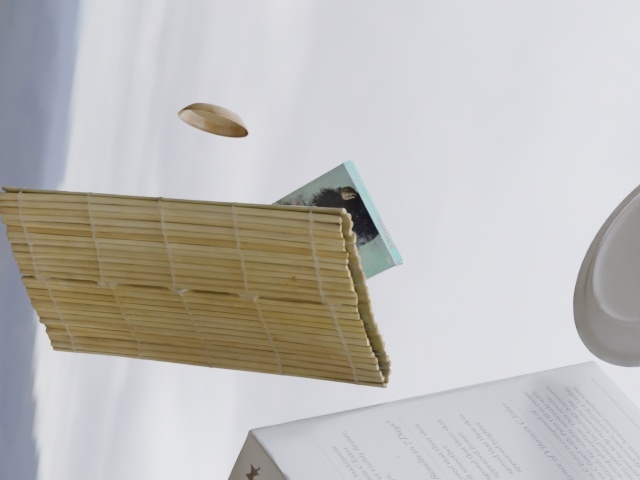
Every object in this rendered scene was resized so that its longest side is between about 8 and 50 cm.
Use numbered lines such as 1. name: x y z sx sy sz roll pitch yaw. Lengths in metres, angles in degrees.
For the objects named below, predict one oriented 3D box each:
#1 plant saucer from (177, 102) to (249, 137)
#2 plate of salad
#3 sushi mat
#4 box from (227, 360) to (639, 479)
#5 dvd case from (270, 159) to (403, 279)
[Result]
1. plant saucer: -0.118 -0.137 1.863 0.083 0.083 0.015 135 -28 -75
2. plate of salad: 0.277 0.015 1.265 0.200 0.048 0.200 -36 -148 27
3. sushi mat: -0.102 0.033 1.263 0.019 0.316 0.151 -50 135 -46
4. box: 0.113 0.239 1.210 0.215 0.345 0.168 50 -48 36
5. dvd case: 0.000 0.000 1.266 0.119 0.013 0.087 -27 -91 42
